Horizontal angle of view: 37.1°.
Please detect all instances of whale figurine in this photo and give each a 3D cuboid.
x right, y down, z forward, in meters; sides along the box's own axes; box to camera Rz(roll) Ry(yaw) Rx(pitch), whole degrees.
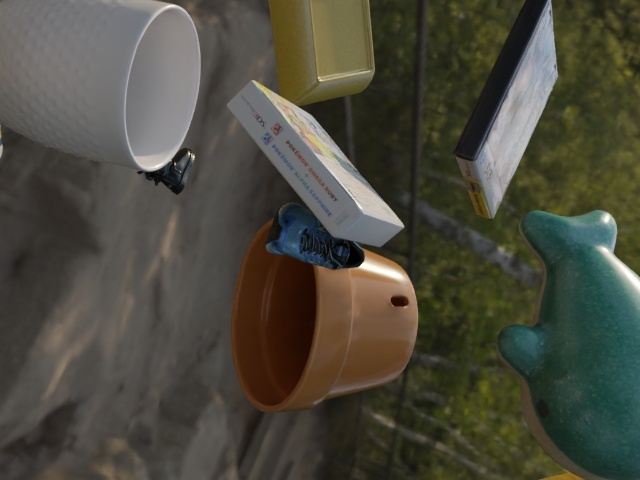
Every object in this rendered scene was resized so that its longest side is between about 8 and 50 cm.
[{"bbox_3d":[0.269,0.083,0.879,0.141,0.216,0.272,121,-35,-61],"label":"whale figurine"}]

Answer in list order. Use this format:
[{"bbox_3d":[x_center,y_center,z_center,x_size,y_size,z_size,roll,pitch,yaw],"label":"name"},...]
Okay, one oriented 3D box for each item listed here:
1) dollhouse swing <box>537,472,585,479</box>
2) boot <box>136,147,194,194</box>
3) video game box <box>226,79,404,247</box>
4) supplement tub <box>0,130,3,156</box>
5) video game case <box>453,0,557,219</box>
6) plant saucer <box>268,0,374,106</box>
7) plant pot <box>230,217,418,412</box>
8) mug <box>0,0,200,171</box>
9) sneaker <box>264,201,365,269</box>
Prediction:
[{"bbox_3d":[0.425,0.525,1.460,0.315,0.346,0.305,-93,167,-67],"label":"dollhouse swing"},{"bbox_3d":[-0.286,-0.148,1.739,0.045,0.099,0.121,-34,-147,34],"label":"boot"},{"bbox_3d":[0.000,-0.079,1.059,0.048,0.187,0.205,-39,166,11],"label":"video game box"},{"bbox_3d":[-0.494,-0.195,1.232,0.144,0.144,0.200,-64,156,-68],"label":"supplement tub"},{"bbox_3d":[0.286,-0.195,1.433,0.275,0.035,0.248,-63,157,-10],"label":"video game case"},{"bbox_3d":[0.022,-0.497,2.253,0.332,0.081,0.333,-23,111,-49],"label":"plant saucer"},{"bbox_3d":[0.012,0.118,1.466,0.291,0.203,0.291,-19,-112,59],"label":"plant pot"},{"bbox_3d":[-0.391,-0.303,1.630,0.374,0.328,0.276,-55,154,-55],"label":"mug"},{"bbox_3d":[0.000,0.000,1.105,0.162,0.073,0.063,13,98,-56],"label":"sneaker"}]
